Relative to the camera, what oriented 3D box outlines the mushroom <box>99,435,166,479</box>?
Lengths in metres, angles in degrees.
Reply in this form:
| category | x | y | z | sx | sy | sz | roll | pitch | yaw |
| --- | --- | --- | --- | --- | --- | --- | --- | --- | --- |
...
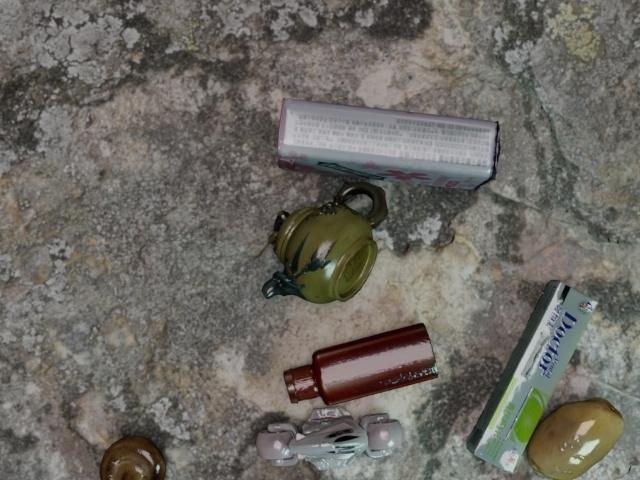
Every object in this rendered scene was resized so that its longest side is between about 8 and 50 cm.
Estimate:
| category | x | y | z | sx | sy | sz | roll | pitch | yaw |
| --- | --- | --- | --- | --- | --- | --- | --- | --- | --- |
| mushroom | -0.318 | 0.396 | 1.673 | 0.109 | 0.085 | 0.126 | 39 | 102 | 29 |

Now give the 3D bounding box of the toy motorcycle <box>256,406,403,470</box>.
| category | x | y | z | sx | sy | sz | roll | pitch | yaw |
| --- | --- | --- | --- | --- | --- | --- | --- | --- | --- |
| toy motorcycle | 0.017 | 0.341 | 1.672 | 0.254 | 0.112 | 0.112 | -5 | 87 | -3 |

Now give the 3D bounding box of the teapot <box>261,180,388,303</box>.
| category | x | y | z | sx | sy | sz | roll | pitch | yaw |
| --- | --- | --- | --- | --- | --- | --- | --- | --- | --- |
| teapot | 0.000 | 0.000 | 1.675 | 0.182 | 0.173 | 0.269 | 30 | 76 | 25 |

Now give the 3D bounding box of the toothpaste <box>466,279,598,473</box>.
| category | x | y | z | sx | sy | sz | roll | pitch | yaw |
| --- | --- | --- | --- | --- | --- | --- | --- | --- | --- |
| toothpaste | 0.367 | 0.234 | 1.709 | 0.081 | 0.067 | 0.337 | 28 | 87 | -3 |

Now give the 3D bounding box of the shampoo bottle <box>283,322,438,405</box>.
| category | x | y | z | sx | sy | sz | roll | pitch | yaw |
| --- | --- | --- | --- | --- | --- | --- | --- | --- | --- |
| shampoo bottle | 0.067 | 0.222 | 1.702 | 0.260 | 0.064 | 0.102 | -14 | 91 | -2 |

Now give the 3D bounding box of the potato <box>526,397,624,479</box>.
| category | x | y | z | sx | sy | sz | roll | pitch | yaw |
| --- | --- | --- | --- | --- | --- | --- | --- | --- | --- |
| potato | 0.434 | 0.340 | 1.685 | 0.178 | 0.118 | 0.109 | -44 | 53 | 10 |

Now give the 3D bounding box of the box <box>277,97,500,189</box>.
| category | x | y | z | sx | sy | sz | roll | pitch | yaw |
| --- | --- | --- | --- | --- | --- | --- | --- | --- | --- |
| box | 0.113 | -0.162 | 1.663 | 0.369 | 0.190 | 0.112 | 5 | 87 | -2 |
